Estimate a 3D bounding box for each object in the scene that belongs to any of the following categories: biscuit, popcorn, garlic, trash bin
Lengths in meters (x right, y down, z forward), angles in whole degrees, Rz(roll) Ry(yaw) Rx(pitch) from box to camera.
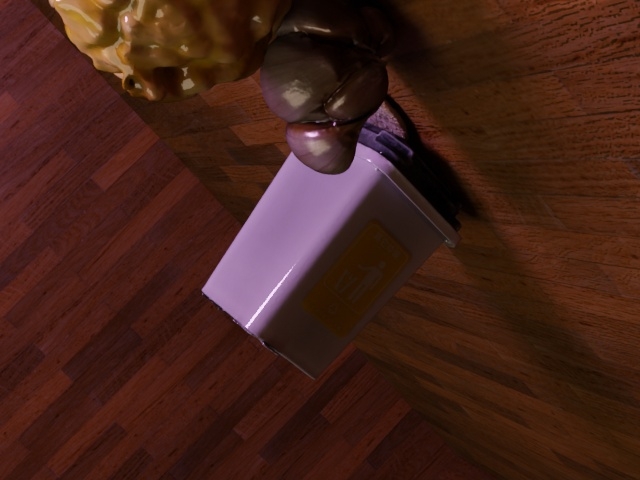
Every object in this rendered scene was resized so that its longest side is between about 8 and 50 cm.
[{"bbox_3d":[0.077,-0.201,1.595,0.152,0.020,0.152,41,172,7],"label":"biscuit"},{"bbox_3d":[-0.134,-0.334,1.178,0.381,0.349,0.349,-6,149,16],"label":"popcorn"},{"bbox_3d":[-0.001,-0.203,1.335,0.160,0.214,0.191,23,179,-10],"label":"garlic"},{"bbox_3d":[0.000,0.000,1.665,0.256,0.368,0.296,41,174,-40],"label":"trash bin"}]
